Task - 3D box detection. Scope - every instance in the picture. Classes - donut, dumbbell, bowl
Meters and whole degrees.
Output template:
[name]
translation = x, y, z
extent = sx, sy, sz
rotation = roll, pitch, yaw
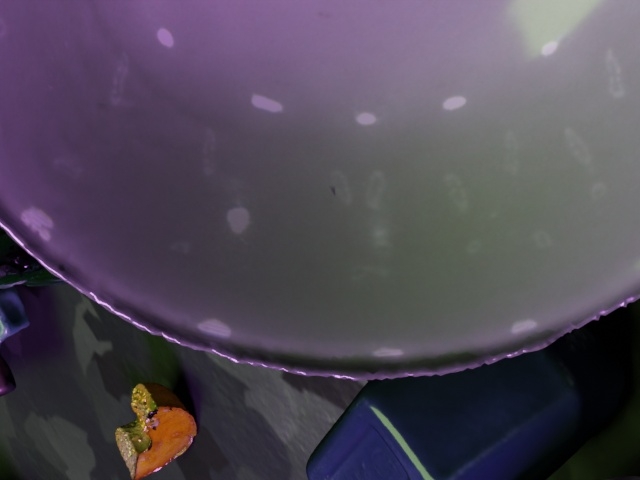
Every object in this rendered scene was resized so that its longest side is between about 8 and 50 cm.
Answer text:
[donut]
translation = -0.127, 0.134, 0.950
extent = 0.038, 0.067, 0.083
rotation = 62, -179, 32
[dumbbell]
translation = 0.000, 0.000, 0.651
extent = 0.143, 0.156, 0.316
rotation = -45, 73, 21
[bowl]
translation = 0.022, -0.121, 0.492
extent = 0.157, 0.337, 0.337
rotation = -97, 13, -50

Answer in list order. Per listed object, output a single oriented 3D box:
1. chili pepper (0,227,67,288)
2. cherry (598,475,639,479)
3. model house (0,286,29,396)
[chili pepper]
translation = -0.233, -0.083, 0.804
extent = 0.257, 0.233, 0.248
rotation = -11, 92, 45
[cherry]
translation = 0.129, 0.238, 0.578
extent = 0.236, 0.213, 0.285
rotation = 21, 104, 13
[model house]
translation = -0.379, 0.022, 1.097
extent = 0.249, 0.230, 0.280
rotation = -23, 96, 20
